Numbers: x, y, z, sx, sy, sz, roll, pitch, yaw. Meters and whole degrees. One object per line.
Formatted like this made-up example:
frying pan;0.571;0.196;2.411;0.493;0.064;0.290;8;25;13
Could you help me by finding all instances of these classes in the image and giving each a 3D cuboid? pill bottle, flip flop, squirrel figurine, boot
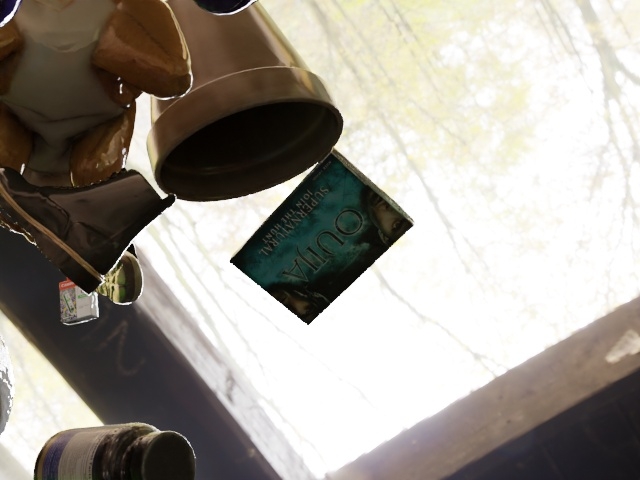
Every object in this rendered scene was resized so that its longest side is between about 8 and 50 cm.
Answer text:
pill bottle;-0.278;0.312;1.119;0.219;0.123;0.123;-13;-153;36
flip flop;-0.340;0.036;1.393;0.080;0.112;0.277;-12;-165;-29
squirrel figurine;-0.350;-0.197;1.090;0.281;0.370;0.397;-5;-126;-19
boot;-0.259;-0.048;0.891;0.137;0.198;0.077;-45;158;-11

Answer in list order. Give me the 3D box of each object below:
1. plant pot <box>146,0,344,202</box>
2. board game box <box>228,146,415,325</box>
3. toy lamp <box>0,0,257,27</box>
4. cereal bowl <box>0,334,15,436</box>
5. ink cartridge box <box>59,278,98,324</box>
plant pot;-0.155;-0.258;1.369;0.323;0.280;0.323;-18;161;-6
board game box;0.000;0.000;0.945;0.186;0.126;0.026;-46;-169;24
toy lamp;-0.116;-0.181;0.545;0.080;0.080;0.274;-18;-173;39
cereal bowl;-0.603;0.194;1.197;0.339;0.339;0.141;-31;-168;10
ink cartridge box;-0.448;0.093;1.521;0.062;0.115;0.029;-15;160;13
